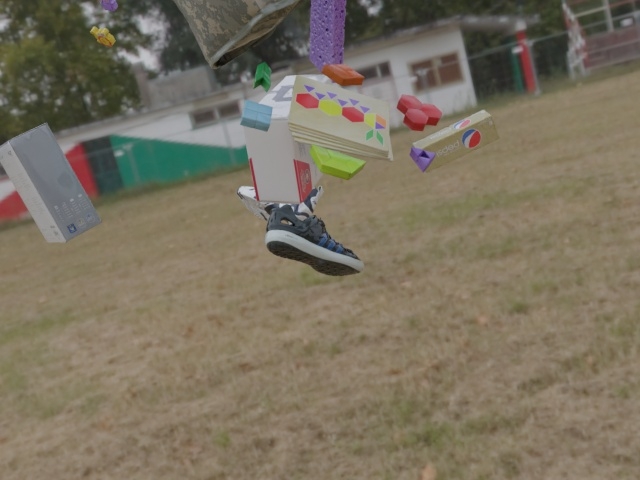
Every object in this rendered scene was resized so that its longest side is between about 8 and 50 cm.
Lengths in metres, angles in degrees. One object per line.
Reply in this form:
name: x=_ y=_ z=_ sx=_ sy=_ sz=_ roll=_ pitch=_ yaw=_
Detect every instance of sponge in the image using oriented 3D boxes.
sponge: x=0.015 y=-0.457 z=1.652 sx=0.031 sy=0.210 sz=0.117 roll=-16 pitch=45 yaw=-20

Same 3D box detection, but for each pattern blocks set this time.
pattern blocks set: x=0.036 y=-0.198 z=1.262 sx=0.325 sy=0.026 sz=0.285 roll=21 pitch=43 yaw=-3

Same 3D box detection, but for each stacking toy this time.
stacking toy: x=-0.523 y=-0.596 z=1.828 sx=0.052 sy=0.221 sz=0.167 roll=13 pitch=66 yaw=29

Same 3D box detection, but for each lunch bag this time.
lunch bag: x=-0.167 y=-0.454 z=1.337 sx=0.169 sy=0.235 sz=0.287 roll=-38 pitch=11 yaw=-33

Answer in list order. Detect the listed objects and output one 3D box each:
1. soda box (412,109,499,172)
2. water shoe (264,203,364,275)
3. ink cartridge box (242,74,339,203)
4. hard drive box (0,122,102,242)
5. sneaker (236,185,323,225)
soda box: x=0.302 y=-0.223 z=1.732 sx=0.181 sy=0.061 sz=0.058 roll=-25 pitch=25 yaw=4
water shoe: x=0.000 y=0.000 z=1.222 sx=0.073 sy=0.080 sz=0.203 roll=-12 pitch=-25 yaw=40
ink cartridge box: x=-0.050 y=-0.200 z=1.485 sx=0.100 sy=0.171 sz=0.237 roll=3 pitch=31 yaw=20
hard drive box: x=-0.579 y=-0.115 z=1.634 sx=0.089 sy=0.232 sz=0.181 roll=-34 pitch=17 yaw=-27
sneaker: x=-0.094 y=-0.128 z=2.001 sx=0.235 sy=0.094 sz=0.153 roll=16 pitch=58 yaw=39
